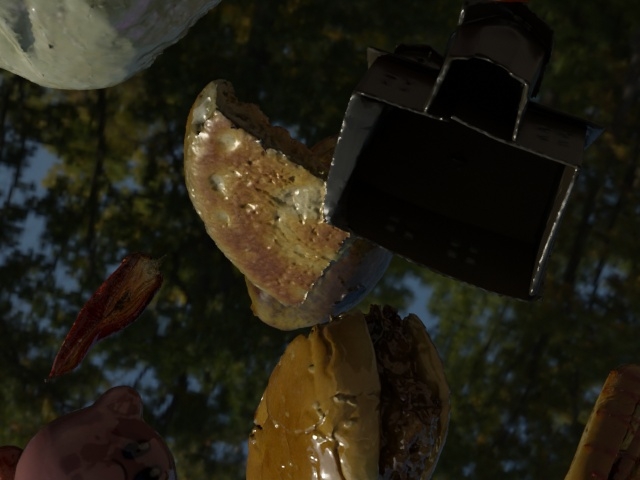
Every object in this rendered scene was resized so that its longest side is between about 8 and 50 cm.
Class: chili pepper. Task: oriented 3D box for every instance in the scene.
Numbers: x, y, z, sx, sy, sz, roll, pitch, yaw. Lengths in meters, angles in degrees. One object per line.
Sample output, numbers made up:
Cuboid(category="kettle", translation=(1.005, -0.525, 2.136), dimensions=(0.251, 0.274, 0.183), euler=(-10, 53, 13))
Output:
Cuboid(category="chili pepper", translation=(-0.191, 0.068, 1.043), dimensions=(0.027, 0.045, 0.178), euler=(-8, -146, 39))

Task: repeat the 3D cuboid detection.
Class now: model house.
Cuboid(category="model house", translation=(0.136, -0.111, 1.021), dimensions=(0.211, 0.204, 0.243), euler=(21, -149, 5))

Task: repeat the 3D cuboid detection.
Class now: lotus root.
Cuboid(category="lotus root", translation=(0.007, 0.002, 1.631), dimensions=(0.193, 0.291, 0.193), euler=(30, -161, -11))

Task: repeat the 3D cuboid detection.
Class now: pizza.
Cuboid(category="pizza", translation=(-0.038, -0.047, 1.338), dimensions=(0.226, 0.336, 0.086), euler=(-2, -136, 22))

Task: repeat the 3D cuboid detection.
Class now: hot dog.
Cuboid(category="hot dog", translation=(0.370, 0.261, 1.445), dimensions=(0.104, 0.076, 0.250), euler=(50, -130, -19))

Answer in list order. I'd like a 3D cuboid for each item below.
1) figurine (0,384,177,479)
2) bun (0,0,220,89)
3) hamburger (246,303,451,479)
Cuboid(category="figurine", translation=(-0.229, 0.255, 1.211), dimensions=(0.173, 0.173, 0.173), euler=(15, -152, -8))
Cuboid(category="bun", translation=(-0.202, -0.307, 0.873), dimensions=(0.365, 0.365, 0.219), euler=(38, -175, 31))
Cuboid(category="hamburger", translation=(0.028, 0.198, 1.102), dimensions=(0.155, 0.282, 0.245), euler=(-4, -178, -25))
